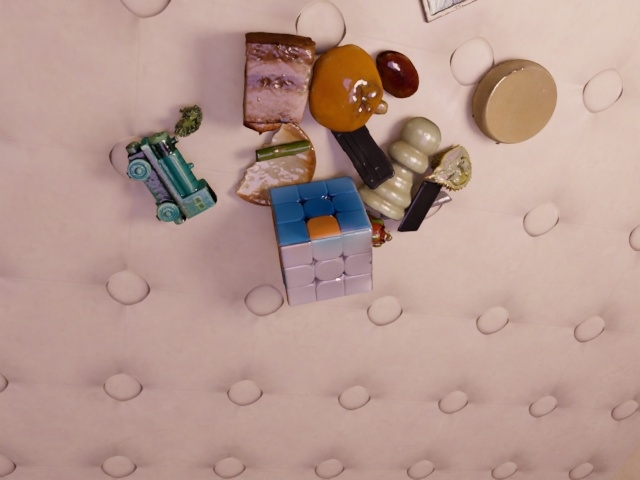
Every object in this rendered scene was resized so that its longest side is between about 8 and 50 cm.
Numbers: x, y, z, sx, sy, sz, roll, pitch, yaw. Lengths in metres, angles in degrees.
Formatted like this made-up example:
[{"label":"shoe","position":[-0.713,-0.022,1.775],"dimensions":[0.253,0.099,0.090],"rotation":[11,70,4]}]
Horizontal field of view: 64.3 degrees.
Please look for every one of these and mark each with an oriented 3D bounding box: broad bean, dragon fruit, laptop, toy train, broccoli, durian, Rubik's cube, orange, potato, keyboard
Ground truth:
[{"label":"broad bean","position":[0.237,-0.508,1.565],"dimensions":[0.114,0.085,0.165],"rotation":[-20,130,22]},{"label":"dragon fruit","position":[0.181,-0.038,1.821],"dimensions":[0.174,0.139,0.142],"rotation":[6,147,-38]},{"label":"laptop","position":[0.342,-0.114,1.749],"dimensions":[0.135,0.016,0.197],"rotation":[-1,125,-50]},{"label":"toy train","position":[-0.474,-0.197,1.606],"dimensions":[0.194,0.120,0.298],"rotation":[-28,121,-2]},{"label":"broccoli","position":[-0.403,-0.358,1.533],"dimensions":[0.096,0.092,0.095],"rotation":[2,108,19]},{"label":"durian","position":[0.427,-0.229,1.723],"dimensions":[0.208,0.102,0.147],"rotation":[-23,90,-31]},{"label":"Rubik's cube","position":[0.000,0.000,1.672],"dimensions":[0.290,0.292,0.291],"rotation":[-10,133,-6]},{"label":"orange","position":[0.072,-0.434,1.490],"dimensions":[0.248,0.183,0.249],"rotation":[-16,125,-25]},{"label":"potato","position":[0.177,-0.429,1.622],"dimensions":[0.083,0.040,0.051],"rotation":[16,126,-17]},{"label":"keyboard","position":[0.131,-0.292,1.629],"dimensions":[0.106,0.016,0.262],"rotation":[-34,86,9]}]

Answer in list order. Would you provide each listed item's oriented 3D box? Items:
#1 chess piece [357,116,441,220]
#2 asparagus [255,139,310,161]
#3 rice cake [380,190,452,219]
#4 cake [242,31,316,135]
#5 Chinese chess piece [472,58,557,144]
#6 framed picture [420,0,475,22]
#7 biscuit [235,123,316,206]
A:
[{"label":"chess piece","position":[0.276,-0.248,1.682],"dimensions":[0.182,0.182,0.330],"rotation":[24,108,-22]},{"label":"asparagus","position":[-0.119,-0.284,1.609],"dimensions":[0.178,0.041,0.045],"rotation":[-13,145,-7]},{"label":"rice cake","position":[0.340,-0.126,1.823],"dimensions":[0.269,0.055,0.049],"rotation":[-17,161,0]},{"label":"cake","position":[-0.128,-0.440,1.470],"dimensions":[0.198,0.196,0.293],"rotation":[1,119,-13]},{"label":"Chinese chess piece","position":[0.628,-0.448,1.655],"dimensions":[0.273,0.102,0.274],"rotation":[-5,120,-9]},{"label":"framed picture","position":[0.368,-0.827,1.432],"dimensions":[0.247,0.022,0.335],"rotation":[-23,122,4]},{"label":"biscuit","position":[-0.127,-0.232,1.684],"dimensions":[0.204,0.040,0.309],"rotation":[30,112,-24]}]
